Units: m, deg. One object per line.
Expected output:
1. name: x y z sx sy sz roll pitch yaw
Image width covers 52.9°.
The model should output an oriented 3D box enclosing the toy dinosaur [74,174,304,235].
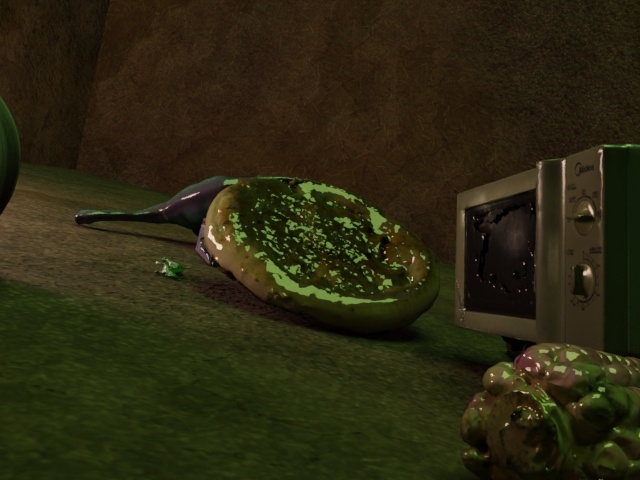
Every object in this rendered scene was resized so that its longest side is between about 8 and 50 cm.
1. toy dinosaur: -0.274 -0.084 1.358 0.384 0.129 0.331 -21 -15 31

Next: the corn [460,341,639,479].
1. corn: 0.249 0.147 0.514 0.335 0.126 0.127 11 5 -40

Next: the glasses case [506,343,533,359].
1. glasses case: 0.320 0.168 0.914 0.071 0.047 0.205 4 4 4

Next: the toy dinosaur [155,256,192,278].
1. toy dinosaur: -0.226 0.046 1.022 0.083 0.021 0.062 4 17 -42

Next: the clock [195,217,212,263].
1. clock: -0.167 0.011 1.299 0.145 0.073 0.193 12 5 -20

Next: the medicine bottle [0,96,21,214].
1. medicine bottle: -0.435 -0.084 0.621 0.241 0.241 0.302 12 5 -19

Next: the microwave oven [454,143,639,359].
1. microwave oven: 0.339 0.034 0.749 0.287 0.218 0.355 4 -4 -10

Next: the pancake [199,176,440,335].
1. pancake: 0.000 0.001 1.017 0.383 0.071 0.382 13 32 -8
